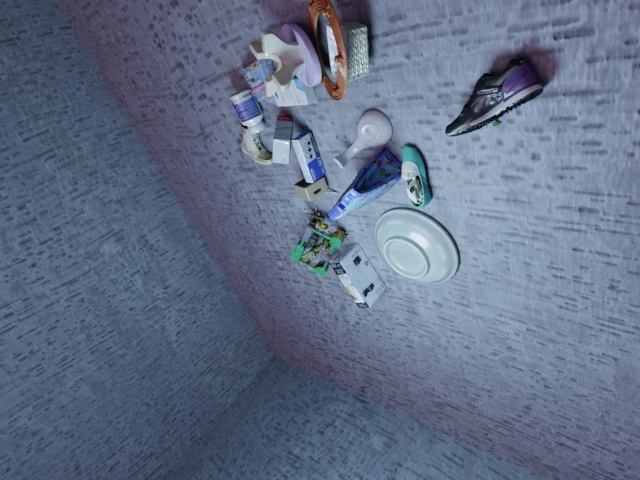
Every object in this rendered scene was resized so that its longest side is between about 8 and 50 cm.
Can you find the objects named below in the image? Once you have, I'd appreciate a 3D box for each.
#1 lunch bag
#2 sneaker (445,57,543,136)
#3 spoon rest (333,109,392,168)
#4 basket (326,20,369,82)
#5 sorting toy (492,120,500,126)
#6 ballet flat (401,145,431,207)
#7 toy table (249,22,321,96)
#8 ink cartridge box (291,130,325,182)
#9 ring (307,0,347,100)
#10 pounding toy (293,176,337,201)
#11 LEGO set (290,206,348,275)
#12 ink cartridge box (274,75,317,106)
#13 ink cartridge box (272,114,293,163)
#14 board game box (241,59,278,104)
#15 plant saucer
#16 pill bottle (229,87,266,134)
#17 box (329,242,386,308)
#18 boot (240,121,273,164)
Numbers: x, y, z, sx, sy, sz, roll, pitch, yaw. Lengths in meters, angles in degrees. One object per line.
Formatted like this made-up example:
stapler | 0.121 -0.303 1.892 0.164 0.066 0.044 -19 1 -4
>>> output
lunch bag | 0.159 -0.189 1.565 0.138 0.293 0.221 47 147 0
sneaker | 0.474 -0.406 1.168 0.283 0.107 0.124 -26 85 47
spoon rest | 0.163 -0.388 1.567 0.137 0.084 0.276 49 134 -5
basket | 0.093 -0.617 1.328 0.113 0.103 0.167 -120 14 -48
sorting toy | 0.505 -0.370 1.237 0.083 0.012 0.062 49 143 3
ballet flat | 0.346 -0.225 1.504 0.083 0.087 0.247 5 129 47
toy table | -0.129 -0.642 1.450 0.274 0.161 0.252 53 159 34
ink cartridge box | -0.050 -0.368 1.794 0.046 0.097 0.206 12 133 41
ring | 0.014 -0.630 1.342 0.336 0.032 0.336 161 90 -82
pounding toy | -0.022 -0.239 1.890 0.130 0.141 0.100 27 145 53
LEGO set | 0.000 0.000 2.102 0.255 0.192 0.331 21 129 6
ink cartridge box | -0.111 -0.604 1.643 0.182 0.061 0.104 13 134 41
ink cartridge box | -0.163 -0.439 1.769 0.073 0.174 0.127 6 141 -3
board game box | -0.240 -0.660 1.733 0.194 0.060 0.194 -3 122 50
plant saucer | 0.384 0.052 1.747 0.401 0.100 0.400 30 143 25
pill bottle | -0.326 -0.588 1.859 0.112 0.112 0.186 5 128 46
box | 0.193 0.178 2.041 0.087 0.169 0.289 -15 112 51
boot | -0.312 -0.478 1.997 0.213 0.077 0.165 35 144 23
